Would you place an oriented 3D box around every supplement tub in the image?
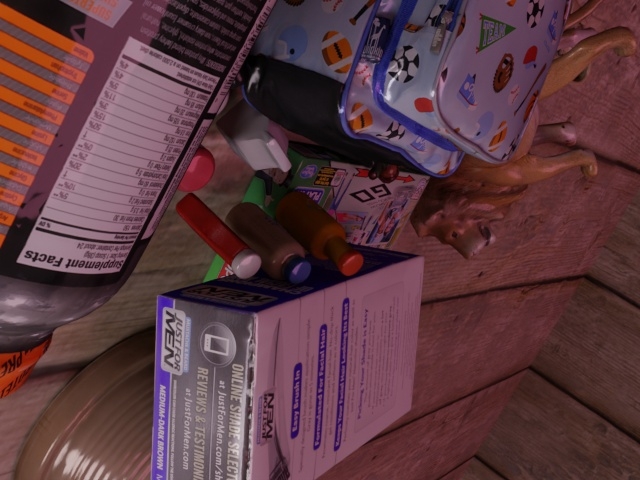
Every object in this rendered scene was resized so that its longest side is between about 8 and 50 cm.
[{"bbox_3d":[-0.143,-0.105,0.418,0.338,0.207,0.207,-59,155,10],"label":"supplement tub"}]

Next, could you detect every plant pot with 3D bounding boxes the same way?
[{"bbox_3d":[-0.174,0.215,0.870,0.237,0.109,0.237,-42,152,-28],"label":"plant pot"}]

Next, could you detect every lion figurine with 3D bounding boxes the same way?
[{"bbox_3d":[0.226,-0.148,1.072,0.240,0.142,0.392,-11,138,-3],"label":"lion figurine"}]

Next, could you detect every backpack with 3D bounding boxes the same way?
[{"bbox_3d":[0.080,-0.196,0.708,0.276,0.213,0.264,15,89,-64],"label":"backpack"}]

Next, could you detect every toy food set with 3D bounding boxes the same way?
[{"bbox_3d":[-0.056,-0.037,0.728,0.111,0.104,0.232,-42,141,-8],"label":"toy food set"}]

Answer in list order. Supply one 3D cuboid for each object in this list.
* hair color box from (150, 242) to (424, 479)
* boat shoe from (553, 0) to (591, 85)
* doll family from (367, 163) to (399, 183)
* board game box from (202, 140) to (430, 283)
[{"bbox_3d":[-0.016,0.118,0.843,0.338,0.110,0.185,-14,110,-61],"label":"hair color box"},{"bbox_3d":[0.295,-0.281,1.111,0.109,0.098,0.302,-56,155,0],"label":"boat shoe"},{"bbox_3d":[0.089,-0.142,0.948,0.193,0.076,0.111,-46,149,-26],"label":"doll family"},{"bbox_3d":[0.000,0.000,0.993,0.317,0.046,0.214,-1,121,-60],"label":"board game box"}]
